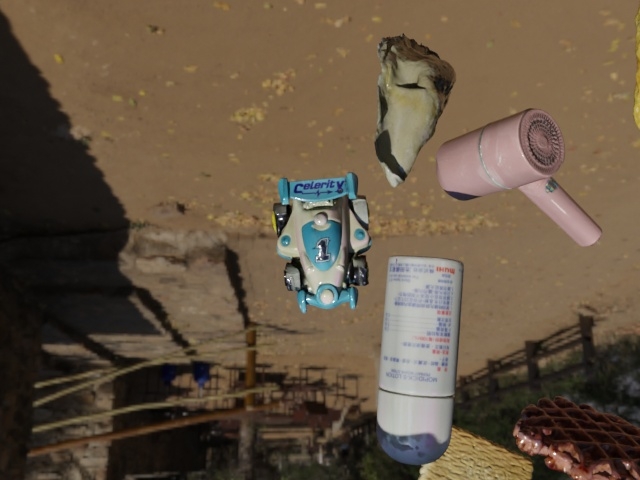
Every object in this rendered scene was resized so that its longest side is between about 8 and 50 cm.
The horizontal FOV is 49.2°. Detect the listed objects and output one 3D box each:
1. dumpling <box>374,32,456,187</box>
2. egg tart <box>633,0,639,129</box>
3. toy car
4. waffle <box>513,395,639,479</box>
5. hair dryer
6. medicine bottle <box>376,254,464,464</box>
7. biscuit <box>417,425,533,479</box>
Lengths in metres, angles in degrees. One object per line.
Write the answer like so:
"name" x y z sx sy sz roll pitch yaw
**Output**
"dumpling" 0.150 -0.224 1.019 0.086 0.332 0.166 -5 125 27
"egg tart" 0.479 -0.191 0.857 0.123 0.294 0.294 -4 164 40
"toy car" 0.000 0.000 0.865 0.126 0.161 0.098 -4 157 4
"waffle" 0.404 0.297 1.008 0.234 0.055 0.221 24 -161 33
"hair dryer" 0.400 -0.085 1.316 0.352 0.125 0.210 39 150 -23
"medicine bottle" 0.165 0.199 1.167 0.130 0.341 0.130 5 175 0
"biscuit" 0.328 0.489 1.464 0.249 0.160 0.030 23 147 -6
